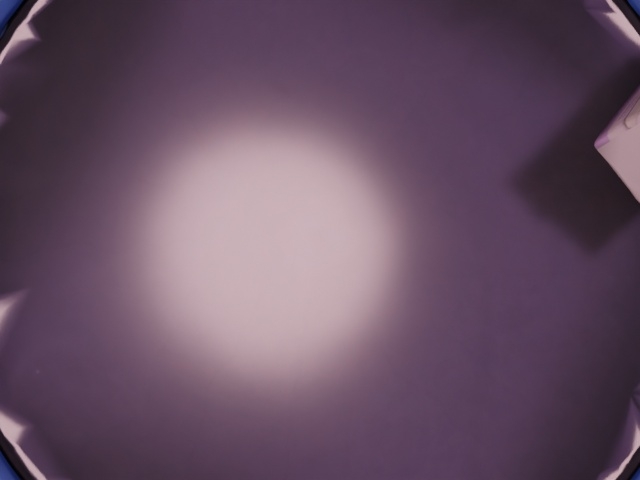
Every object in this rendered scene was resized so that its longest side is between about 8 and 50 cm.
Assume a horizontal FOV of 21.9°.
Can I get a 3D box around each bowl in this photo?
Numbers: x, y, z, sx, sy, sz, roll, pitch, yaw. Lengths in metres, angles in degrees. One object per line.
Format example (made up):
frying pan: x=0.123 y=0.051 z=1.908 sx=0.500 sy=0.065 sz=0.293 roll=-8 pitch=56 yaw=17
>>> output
bowl: x=0.000 y=0.000 z=0.673 sx=0.391 sy=0.077 sz=0.391 roll=0 pitch=90 yaw=3

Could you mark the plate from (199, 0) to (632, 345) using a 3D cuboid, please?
plate: x=0.041 y=-0.048 z=0.723 sx=0.188 sy=0.024 sz=0.188 roll=0 pitch=90 yaw=3

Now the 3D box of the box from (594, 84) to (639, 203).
box: x=0.222 y=-0.126 z=0.626 sx=0.063 sy=0.067 sz=0.324 roll=45 pitch=65 yaw=-6
